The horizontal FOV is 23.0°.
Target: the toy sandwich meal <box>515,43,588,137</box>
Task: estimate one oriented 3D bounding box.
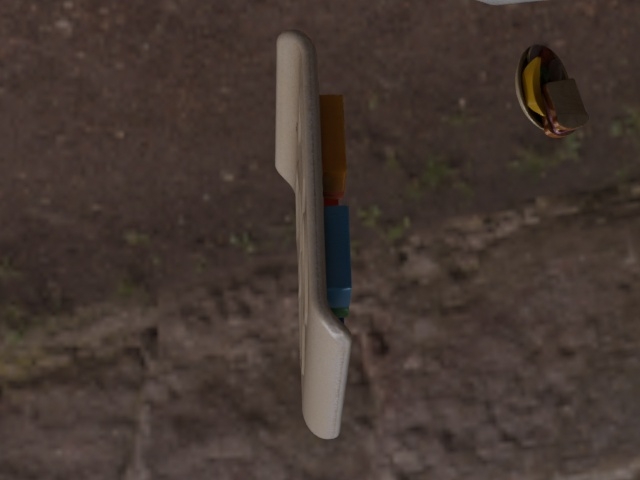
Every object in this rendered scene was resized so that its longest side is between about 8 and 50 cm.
[{"bbox_3d":[0.201,-0.131,1.364,0.029,0.085,0.086,-11,155,44],"label":"toy sandwich meal"}]

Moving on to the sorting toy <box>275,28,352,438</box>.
[{"bbox_3d":[0.000,0.000,0.996,0.038,0.208,0.193,-5,154,-4],"label":"sorting toy"}]

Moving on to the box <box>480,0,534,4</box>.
[{"bbox_3d":[0.138,-0.277,1.000,0.149,0.232,0.127,1,178,40],"label":"box"}]
